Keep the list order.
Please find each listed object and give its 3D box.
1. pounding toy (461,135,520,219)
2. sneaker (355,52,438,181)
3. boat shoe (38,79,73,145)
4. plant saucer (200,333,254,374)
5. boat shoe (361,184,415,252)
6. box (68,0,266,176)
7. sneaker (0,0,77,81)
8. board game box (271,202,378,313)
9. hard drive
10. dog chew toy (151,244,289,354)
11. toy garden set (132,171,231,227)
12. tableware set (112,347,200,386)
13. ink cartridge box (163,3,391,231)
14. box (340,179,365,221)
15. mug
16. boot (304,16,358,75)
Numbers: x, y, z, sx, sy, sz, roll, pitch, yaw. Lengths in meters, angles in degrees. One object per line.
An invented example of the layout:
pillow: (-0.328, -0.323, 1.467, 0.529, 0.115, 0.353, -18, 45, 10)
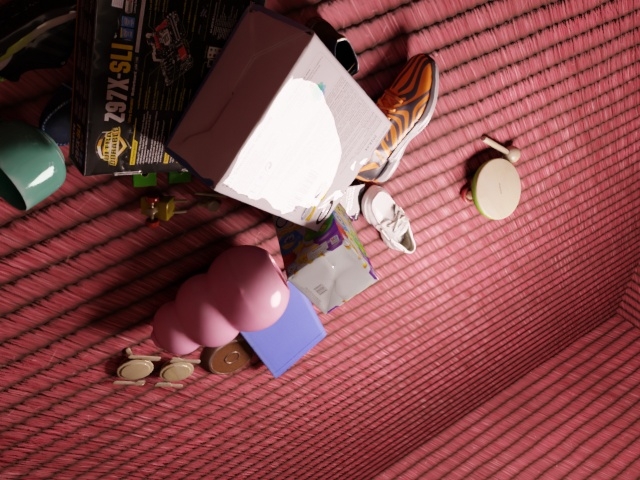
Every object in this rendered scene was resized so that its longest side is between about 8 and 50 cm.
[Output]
pounding toy: (0.512, -0.183, 1.459, 0.182, 0.110, 0.237, 8, 89, -27)
sneaker: (0.136, -0.278, 1.080, 0.180, 0.124, 0.321, 3, 121, -38)
boat shoe: (-0.350, -0.240, 0.792, 0.258, 0.089, 0.109, -37, 137, -5)
plant saucer: (-0.256, 0.326, 1.354, 0.168, 0.029, 0.169, -18, 131, -22)
boat shoe: (0.203, -0.053, 1.318, 0.098, 0.096, 0.277, -51, 139, -6)
box: (-0.237, -0.260, 0.735, 0.257, 0.079, 0.322, -11, 133, -42)
sneaker: (-0.406, -0.320, 0.719, 0.234, 0.084, 0.097, -31, 160, -9)
board game box: (0.000, 0.000, 1.064, 0.142, 0.275, 0.144, -35, 126, 11)
hard drive: (-0.110, 0.247, 1.367, 0.210, 0.040, 0.319, -38, 137, -15)
dog chew toy: (-0.242, 0.153, 1.113, 0.331, 0.207, 0.207, -30, 136, -1)
toy garden set: (-0.261, -0.137, 0.972, 0.244, 0.049, 0.204, -10, 126, -30)
tableware set: (-0.425, 0.325, 1.228, 0.194, 0.039, 0.128, 16, 125, -36)
ink cartridge box: (-0.039, -0.179, 0.861, 0.270, 0.151, 0.395, -55, 150, 8)
box: (0.034, -0.092, 1.226, 0.162, 0.029, 0.116, -14, 130, -28)
mug: (-0.482, -0.137, 0.754, 0.097, 0.129, 0.158, -49, 135, -35)
boot: (0.028, -0.333, 0.972, 0.082, 0.106, 0.219, -31, 135, -11)
